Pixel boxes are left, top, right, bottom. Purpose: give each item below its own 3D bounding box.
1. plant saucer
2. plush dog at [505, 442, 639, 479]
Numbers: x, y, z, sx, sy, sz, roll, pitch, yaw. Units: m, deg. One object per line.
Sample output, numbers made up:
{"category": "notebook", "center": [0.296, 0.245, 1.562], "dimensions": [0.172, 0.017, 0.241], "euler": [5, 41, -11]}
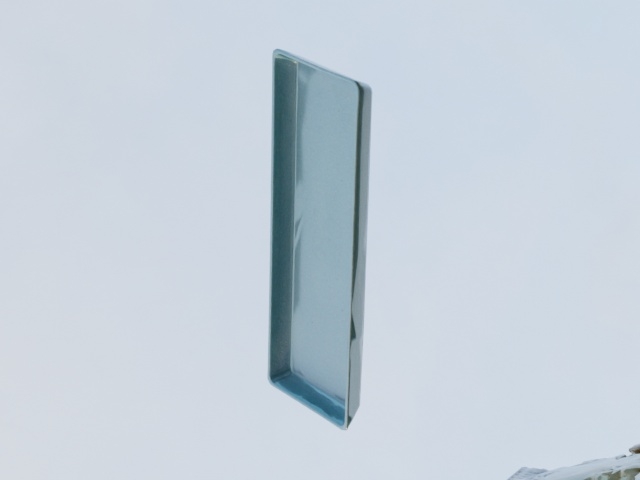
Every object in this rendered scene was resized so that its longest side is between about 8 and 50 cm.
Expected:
{"category": "plant saucer", "center": [0.000, 0.000, 0.825], "dimensions": [0.018, 0.067, 0.192], "euler": [-19, -58, -36]}
{"category": "plush dog", "center": [0.180, 0.226, 0.838], "dimensions": [0.210, 0.262, 0.225], "euler": [-11, -95, -59]}
